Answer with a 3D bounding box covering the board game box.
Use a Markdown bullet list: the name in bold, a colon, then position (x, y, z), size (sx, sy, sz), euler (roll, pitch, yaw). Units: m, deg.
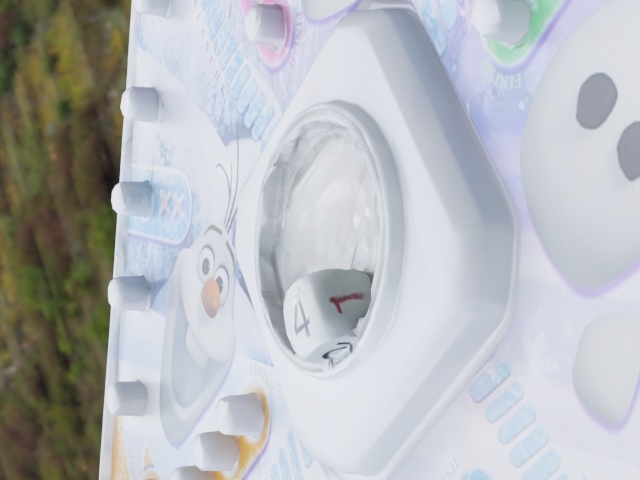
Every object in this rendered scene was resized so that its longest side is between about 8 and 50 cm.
- **board game box**: position (0.000, 0.000, 0.462), size (0.390, 0.050, 0.390), euler (11, 98, 60)
